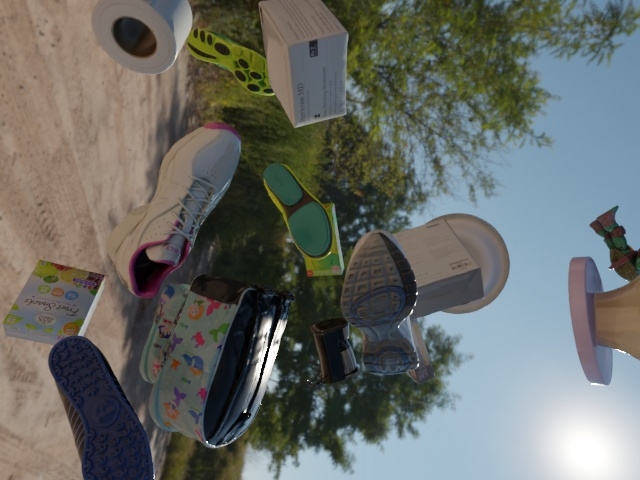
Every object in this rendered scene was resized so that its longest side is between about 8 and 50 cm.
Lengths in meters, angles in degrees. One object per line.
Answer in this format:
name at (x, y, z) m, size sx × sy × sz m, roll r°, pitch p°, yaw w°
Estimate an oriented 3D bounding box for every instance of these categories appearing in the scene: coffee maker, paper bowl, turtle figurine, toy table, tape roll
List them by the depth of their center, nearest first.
toy table at (0.556, 0.145, 0.837) m, size 0.160 × 0.274 × 0.252 m, roll -7°, pitch -138°, yaw 40°
turtle figurine at (0.749, 0.035, 1.125) m, size 0.234 × 0.118 × 0.175 m, roll 60°, pitch -9°, yaw 17°
paper bowl at (0.381, 0.066, 1.324) m, size 0.148 × 0.283 × 0.285 m, roll -12°, pitch 115°, yaw -70°
tape roll at (-0.522, -0.645, 1.395) m, size 0.246 × 0.245 × 0.169 m, roll 112°, pitch -11°, yaw -53°
coffee maker at (0.027, 0.352, 1.493) m, size 0.120 × 0.171 × 0.179 m, roll 3°, pitch -69°, yaw 53°

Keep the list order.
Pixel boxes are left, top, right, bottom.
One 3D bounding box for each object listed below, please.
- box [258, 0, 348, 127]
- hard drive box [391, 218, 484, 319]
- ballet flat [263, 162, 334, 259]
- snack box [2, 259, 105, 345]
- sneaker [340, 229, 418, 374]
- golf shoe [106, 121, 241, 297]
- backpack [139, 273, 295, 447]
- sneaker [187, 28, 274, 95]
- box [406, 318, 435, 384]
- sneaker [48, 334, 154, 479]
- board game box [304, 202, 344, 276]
box at (-0.033, -0.357, 0.932) m, size 0.181 × 0.118 × 0.182 m, roll 87°, pitch -19°, yaw -52°
hard drive box at (0.251, 0.060, 1.108) m, size 0.232 × 0.180 × 0.089 m, roll -101°, pitch 174°, yaw -59°
ballet flat at (-0.031, -0.049, 0.851) m, size 0.231 × 0.077 × 0.077 m, roll 58°, pitch 2°, yaw 31°
snack box at (-0.690, 0.166, 1.238) m, size 0.070 × 0.174 × 0.207 m, roll 119°, pitch -19°, yaw -44°
sneaker at (0.091, 0.089, 0.737) m, size 0.130 × 0.110 × 0.297 m, roll -89°, pitch 172°, yaw -46°
golf shoe at (-0.214, -0.039, 0.733) m, size 0.306 × 0.115 × 0.140 m, roll -50°, pitch -136°, yaw 16°
backpack at (-0.168, 0.190, 0.763) m, size 0.225 × 0.190 × 0.254 m, roll 34°, pitch 64°, yaw -70°
sneaker at (-0.243, -0.538, 1.392) m, size 0.110 × 0.295 × 0.124 m, roll -57°, pitch -176°, yaw 29°
box at (0.226, 0.262, 1.331) m, size 0.231 × 0.056 × 0.183 m, roll 70°, pitch -13°, yaw -14°
sneaker at (-0.274, 0.233, 0.602) m, size 0.233 × 0.081 × 0.090 m, roll 63°, pitch -24°, yaw 13°
board game box at (0.000, 0.000, 1.197) m, size 0.043 × 0.092 × 0.182 m, roll -63°, pitch 146°, yaw -64°
